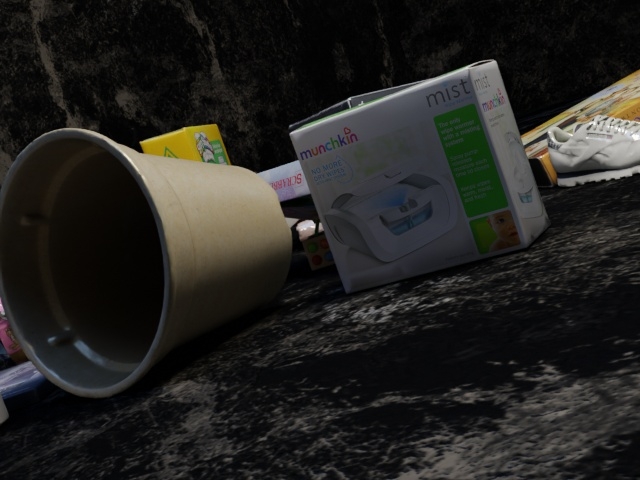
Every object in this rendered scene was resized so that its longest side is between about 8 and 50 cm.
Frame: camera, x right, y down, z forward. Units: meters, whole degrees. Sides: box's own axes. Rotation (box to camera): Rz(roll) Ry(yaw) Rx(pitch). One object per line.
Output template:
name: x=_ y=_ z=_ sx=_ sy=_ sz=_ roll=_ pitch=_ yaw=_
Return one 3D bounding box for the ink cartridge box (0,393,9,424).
ink cartridge box: x=-0.605 y=0.238 z=1.083 sx=0.384 sy=0.161 sz=0.279 roll=-20 pitch=7 yaw=3

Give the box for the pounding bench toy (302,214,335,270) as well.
pounding bench toy: x=0.000 y=0.000 z=1.569 sx=0.052 sy=0.083 sz=0.065 roll=-18 pitch=6 yaw=12

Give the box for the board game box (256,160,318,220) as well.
board game box: x=0.079 y=-0.082 z=1.567 sx=0.318 sy=0.066 sz=0.318 roll=5 pitch=-9 yaw=-34

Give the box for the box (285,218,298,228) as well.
box: x=-0.097 y=-0.062 z=1.977 sx=0.130 sy=0.091 sz=0.170 roll=-45 pitch=6 yaw=10

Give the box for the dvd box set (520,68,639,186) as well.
dvd box set: x=0.516 y=-0.220 z=1.675 sx=0.420 sy=0.062 sz=0.307 roll=-29 pitch=8 yaw=-7

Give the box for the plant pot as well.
plant pot: x=-0.215 y=0.015 z=1.262 sx=0.333 sy=0.334 sz=0.305 roll=-15 pitch=-3 yaw=36

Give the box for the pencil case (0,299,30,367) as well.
pencil case: x=-0.383 y=0.094 z=1.628 sx=0.385 sy=0.160 sz=0.167 roll=-19 pitch=29 yaw=1

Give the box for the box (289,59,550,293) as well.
box: x=0.129 y=-0.082 z=1.207 sx=0.261 sy=0.231 sz=0.126 roll=-15 pitch=8 yaw=30

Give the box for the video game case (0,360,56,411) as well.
video game case: x=-0.465 y=0.221 z=1.413 sx=0.196 sy=0.026 sz=0.274 roll=-19 pitch=7 yaw=7

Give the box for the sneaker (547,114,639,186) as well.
sneaker: x=0.441 y=-0.145 z=1.398 sx=0.090 sy=0.095 sz=0.235 roll=-23 pitch=9 yaw=-40

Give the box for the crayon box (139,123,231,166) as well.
crayon box: x=-0.243 y=-0.082 z=1.966 sx=0.106 sy=0.313 sz=0.363 roll=-19 pitch=6 yaw=6

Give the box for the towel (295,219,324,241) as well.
towel: x=0.100 y=-0.075 z=2.036 sx=0.331 sy=0.054 sz=0.317 roll=-20 pitch=6 yaw=-3

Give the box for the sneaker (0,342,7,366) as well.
sneaker: x=-0.628 y=0.209 z=1.537 sx=0.148 sy=0.131 sz=0.350 roll=-36 pitch=-6 yaw=-8

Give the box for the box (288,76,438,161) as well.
box: x=0.137 y=-0.204 z=1.880 sx=0.296 sy=0.183 sz=0.294 roll=-17 pitch=2 yaw=-24
